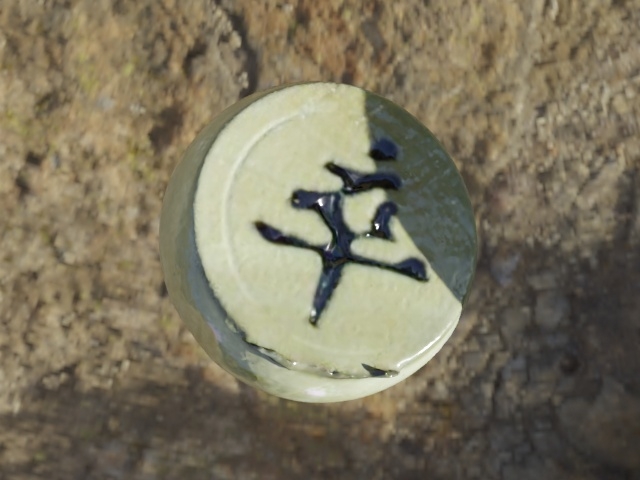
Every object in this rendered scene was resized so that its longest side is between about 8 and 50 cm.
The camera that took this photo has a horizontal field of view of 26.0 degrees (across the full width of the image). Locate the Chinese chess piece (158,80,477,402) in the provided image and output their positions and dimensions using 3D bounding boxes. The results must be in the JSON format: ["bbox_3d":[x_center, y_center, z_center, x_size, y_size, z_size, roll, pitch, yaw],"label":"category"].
[{"bbox_3d":[0.000,0.000,0.808,0.188,0.188,0.083,21,161,-13],"label":"Chinese chess piece"}]
